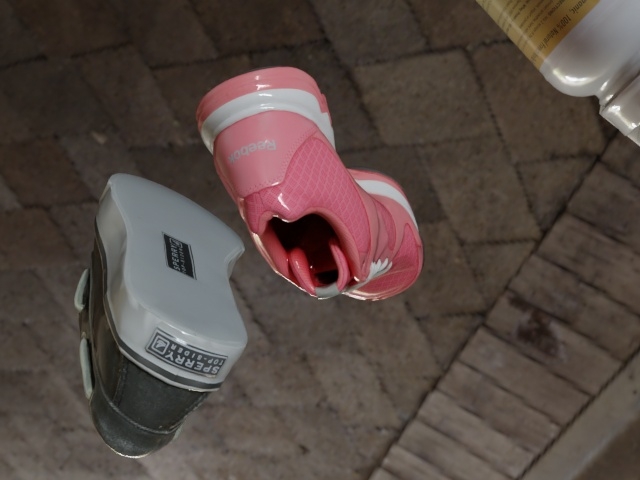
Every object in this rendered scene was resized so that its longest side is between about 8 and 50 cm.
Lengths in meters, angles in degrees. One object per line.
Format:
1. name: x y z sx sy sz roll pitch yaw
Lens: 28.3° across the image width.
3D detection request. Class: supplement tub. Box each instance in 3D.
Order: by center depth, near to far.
1. supplement tub: 0.233 -0.269 1.097 0.316 0.228 0.228 50 141 5

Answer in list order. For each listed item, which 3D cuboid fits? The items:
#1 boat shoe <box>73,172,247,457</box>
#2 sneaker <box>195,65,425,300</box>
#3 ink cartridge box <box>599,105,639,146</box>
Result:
1. boat shoe: -0.084 0.027 0.606 0.078 0.219 0.070 28 104 -13
2. sneaker: -0.001 0.000 0.989 0.116 0.136 0.314 -21 148 16
3. ink cartridge box: 0.419 -0.154 1.439 0.225 0.056 0.181 44 155 31
